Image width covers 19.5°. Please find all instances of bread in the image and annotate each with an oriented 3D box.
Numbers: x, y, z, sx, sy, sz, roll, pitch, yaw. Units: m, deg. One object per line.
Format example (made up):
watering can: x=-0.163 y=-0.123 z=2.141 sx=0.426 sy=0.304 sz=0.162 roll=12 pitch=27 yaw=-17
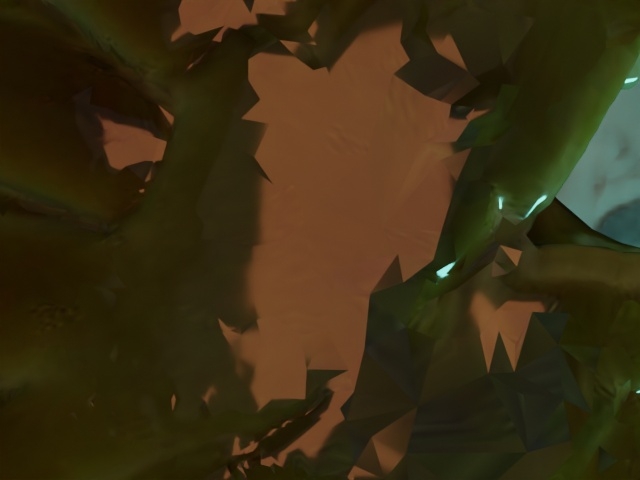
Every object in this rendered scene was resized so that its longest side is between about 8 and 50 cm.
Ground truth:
bread: x=0.000 y=0.000 z=0.468 sx=0.333 sy=0.160 sz=0.333 roll=-2 pitch=96 yaw=-18
